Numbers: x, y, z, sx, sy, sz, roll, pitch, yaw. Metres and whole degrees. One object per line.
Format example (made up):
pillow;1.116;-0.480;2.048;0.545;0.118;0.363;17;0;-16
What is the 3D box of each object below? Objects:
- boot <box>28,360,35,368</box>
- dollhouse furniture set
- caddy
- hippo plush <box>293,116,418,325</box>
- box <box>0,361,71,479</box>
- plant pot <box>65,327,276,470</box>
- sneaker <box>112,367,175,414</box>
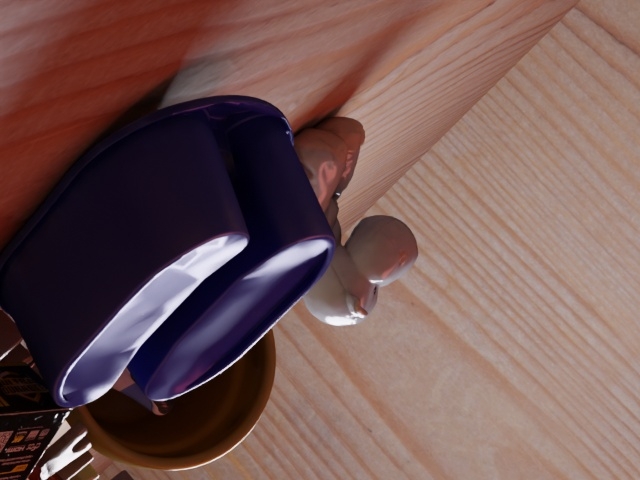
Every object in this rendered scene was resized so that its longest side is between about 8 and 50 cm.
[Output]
boot;-0.298;0.138;1.921;0.190;0.069;0.086;-39;177;-6
dollhouse furniture set;-0.304;0.241;1.605;0.135;0.259;0.262;-38;159;-20
caddy;-0.151;0.005;1.403;0.241;0.179;0.341;3;140;-48
hippo plush;0.000;0.000;2.048;0.294;0.236;0.234;-41;175;-7
box;-0.388;0.229;1.310;0.257;0.079;0.322;-55;158;13
plant pot;-0.211;0.141;1.789;0.254;0.254;0.239;-39;-170;-24
sneaker;-0.234;0.112;1.620;0.081;0.211;0.080;-32;-155;20
